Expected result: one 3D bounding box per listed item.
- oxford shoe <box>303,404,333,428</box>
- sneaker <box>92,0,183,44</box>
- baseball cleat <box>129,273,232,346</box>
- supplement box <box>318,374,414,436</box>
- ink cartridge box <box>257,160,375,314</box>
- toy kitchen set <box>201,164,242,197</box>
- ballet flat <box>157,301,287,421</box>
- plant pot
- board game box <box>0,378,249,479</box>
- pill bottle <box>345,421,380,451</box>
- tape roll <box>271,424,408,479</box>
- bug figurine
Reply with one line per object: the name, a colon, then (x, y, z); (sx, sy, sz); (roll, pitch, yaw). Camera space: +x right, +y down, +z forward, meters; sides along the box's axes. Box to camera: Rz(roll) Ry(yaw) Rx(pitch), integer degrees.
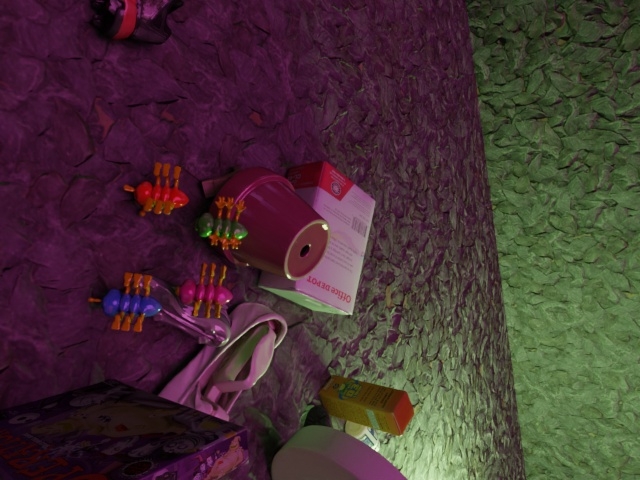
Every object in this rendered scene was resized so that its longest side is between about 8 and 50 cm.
oxford shoe: (0.007, 0.518, 1.089); (0.096, 0.082, 0.228); (-15, 102, -68)
sneaker: (-0.296, -0.460, 0.726); (0.135, 0.097, 0.277); (3, 88, -50)
baseball cleat: (-0.252, 0.117, 0.796); (0.206, 0.072, 0.109); (43, 17, -21)
supplement box: (0.108, 0.405, 1.078); (0.078, 0.233, 0.080); (-41, 115, -42)
ink cartridge box: (0.000, 0.000, 1.040); (0.226, 0.131, 0.307); (32, 66, -45)
toy kitchen set: (-0.195, -0.106, 0.890); (0.083, 0.075, 0.068); (-13, 117, -10)
ballet flat: (-0.193, 0.275, 0.803); (0.400, 0.139, 0.139); (-55, 128, -35)
plant pot: (-0.087, -0.020, 0.846); (0.201, 0.180, 0.202); (-37, 143, -35)
board game box: (-0.279, 0.247, 0.533); (0.208, 0.346, 0.056); (-10, 95, -50)
pill bottle: (0.122, 0.549, 1.219); (0.120, 0.067, 0.067); (58, 49, -31)
tape roll: (0.063, 0.566, 0.899); (0.072, 0.391, 0.393); (-32, 113, -46)
bug figurine: (-0.239, 0.021, 0.718); (0.216, 0.072, 0.279); (12, 70, -10)
